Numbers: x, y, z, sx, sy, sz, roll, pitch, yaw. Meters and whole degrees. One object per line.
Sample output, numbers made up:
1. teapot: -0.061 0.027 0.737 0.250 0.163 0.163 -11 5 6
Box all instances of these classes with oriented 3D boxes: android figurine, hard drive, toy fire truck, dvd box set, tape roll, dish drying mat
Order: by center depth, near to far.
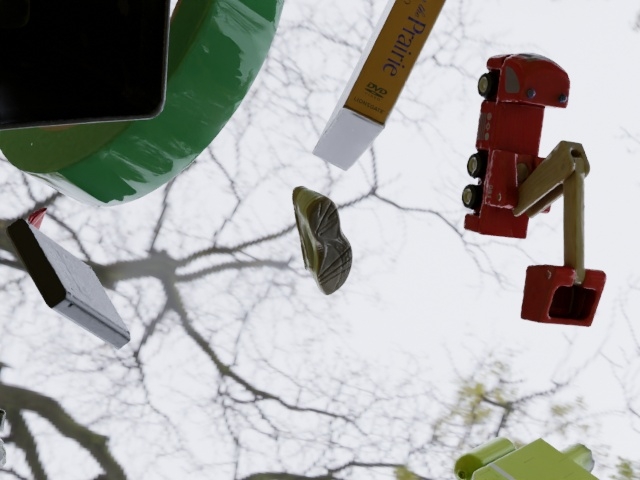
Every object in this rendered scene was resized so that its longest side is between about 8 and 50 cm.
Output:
1. toy fire truck: 0.159 -0.042 0.890 0.135 0.047 0.192 -161 -102 -65
2. hard drive: -0.225 0.041 1.100 0.022 0.135 0.094 -37 -116 1
3. tape roll: -0.173 -0.191 1.118 0.321 0.077 0.321 -23 -127 34
4. android figurine: 0.261 0.305 1.351 0.248 0.273 0.056 34 -62 27
5. dvd box set: 0.121 -0.309 1.581 0.062 0.307 0.420 27 -98 -4
6. dish drying mat: -0.400 -0.012 1.687 0.008 0.032 0.083 39 -48 10

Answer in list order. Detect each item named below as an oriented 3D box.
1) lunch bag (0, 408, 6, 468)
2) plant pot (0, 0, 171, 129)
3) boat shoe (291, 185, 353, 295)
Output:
1. lunch bag: -0.415 0.144 0.949 0.287 0.169 0.235 -24 -120 -27
2. plant pot: -0.225 -0.192 0.857 0.167 0.188 0.187 31 -59 47
3. boat shoe: -0.002 0.001 1.433 0.056 0.153 0.048 -37 -132 -19
